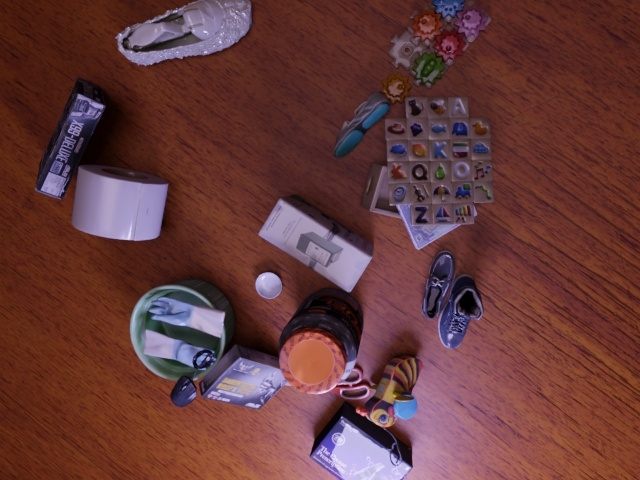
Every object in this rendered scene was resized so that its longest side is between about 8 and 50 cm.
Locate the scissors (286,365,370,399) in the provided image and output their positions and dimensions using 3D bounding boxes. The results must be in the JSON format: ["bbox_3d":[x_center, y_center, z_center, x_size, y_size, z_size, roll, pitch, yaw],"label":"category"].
[{"bbox_3d":[0.008,0.470,1.464,0.297,0.021,0.108,-14,98,10],"label":"scissors"}]

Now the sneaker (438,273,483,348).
[{"bbox_3d":[0.387,0.219,1.288,0.086,0.163,0.226,10,102,6],"label":"sneaker"}]

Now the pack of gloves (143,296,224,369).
[{"bbox_3d":[-0.406,0.275,1.338,0.232,0.046,0.194,13,100,8],"label":"pack of gloves"}]

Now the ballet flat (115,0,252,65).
[{"bbox_3d":[-0.389,-0.590,1.305,0.409,0.147,0.146,-14,96,11],"label":"ballet flat"}]

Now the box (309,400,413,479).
[{"bbox_3d":[0.127,0.661,1.437,0.261,0.103,0.184,35,100,3],"label":"box"}]

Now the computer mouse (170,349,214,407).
[{"bbox_3d":[-0.377,0.403,1.339,0.071,0.041,0.242,41,115,18],"label":"computer mouse"}]

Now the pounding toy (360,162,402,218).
[{"bbox_3d":[0.239,-0.155,1.292,0.206,0.094,0.180,12,102,-18],"label":"pounding toy"}]

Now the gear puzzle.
[{"bbox_3d":[0.281,-0.519,1.245,0.175,0.044,0.339,42,103,1],"label":"gear puzzle"}]

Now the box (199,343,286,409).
[{"bbox_3d":[-0.220,0.421,1.409,0.183,0.056,0.231,-46,132,14],"label":"box"}]

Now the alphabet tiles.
[{"bbox_3d":[0.316,-0.211,1.223,0.286,0.011,0.342,-3,89,-5],"label":"alphabet tiles"}]

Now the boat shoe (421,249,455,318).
[{"bbox_3d":[0.342,0.131,1.329,0.075,0.065,0.205,16,101,7],"label":"boat shoe"}]

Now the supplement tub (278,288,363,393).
[{"bbox_3d":[0.006,0.269,1.270,0.207,0.338,0.206,2,100,9],"label":"supplement tub"}]

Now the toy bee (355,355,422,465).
[{"bbox_3d":[0.193,0.468,1.325,0.162,0.298,0.195,20,146,-19],"label":"toy bee"}]

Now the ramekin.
[{"bbox_3d":[-0.416,0.266,1.439,0.304,0.148,0.303,2,100,10],"label":"ramekin"}]

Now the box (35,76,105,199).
[{"bbox_3d":[-0.738,-0.306,1.360,0.077,0.242,0.307,23,105,-35],"label":"box"}]

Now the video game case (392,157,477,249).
[{"bbox_3d":[0.314,-0.100,1.263,0.201,0.023,0.183,-30,110,-5],"label":"video game case"}]

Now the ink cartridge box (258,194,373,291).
[{"bbox_3d":[0.000,0.000,1.294,0.289,0.211,0.121,33,101,2],"label":"ink cartridge box"}]

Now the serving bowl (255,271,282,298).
[{"bbox_3d":[-0.158,0.137,1.435,0.084,0.027,0.083,1,99,9],"label":"serving bowl"}]

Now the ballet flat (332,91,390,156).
[{"bbox_3d":[0.104,-0.327,1.302,0.213,0.072,0.068,-44,61,18],"label":"ballet flat"}]

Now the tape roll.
[{"bbox_3d":[-0.585,-0.115,1.358,0.246,0.246,0.169,14,101,7],"label":"tape roll"}]
